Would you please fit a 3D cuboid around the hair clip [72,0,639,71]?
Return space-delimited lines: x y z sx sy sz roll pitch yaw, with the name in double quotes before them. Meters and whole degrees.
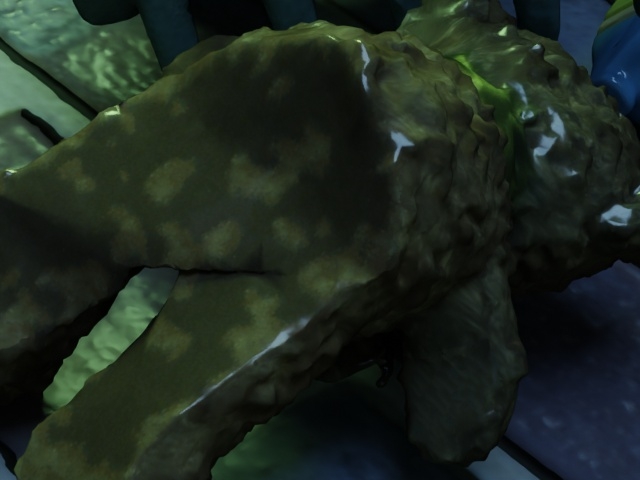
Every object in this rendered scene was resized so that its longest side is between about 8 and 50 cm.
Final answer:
"hair clip" 0.010 -0.219 0.948 0.318 0.392 0.238 -13 51 1

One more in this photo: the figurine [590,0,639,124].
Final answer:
"figurine" 0.267 -0.117 1.032 0.180 0.154 0.262 37 63 17

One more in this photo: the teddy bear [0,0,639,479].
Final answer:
"teddy bear" -0.006 0.007 0.823 0.296 0.222 0.246 -44 60 6
